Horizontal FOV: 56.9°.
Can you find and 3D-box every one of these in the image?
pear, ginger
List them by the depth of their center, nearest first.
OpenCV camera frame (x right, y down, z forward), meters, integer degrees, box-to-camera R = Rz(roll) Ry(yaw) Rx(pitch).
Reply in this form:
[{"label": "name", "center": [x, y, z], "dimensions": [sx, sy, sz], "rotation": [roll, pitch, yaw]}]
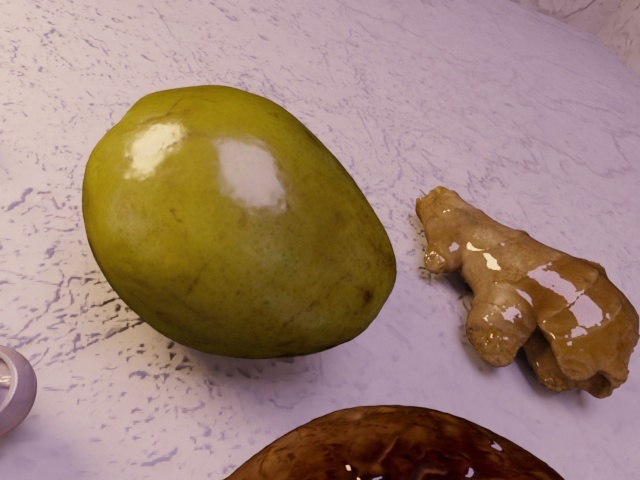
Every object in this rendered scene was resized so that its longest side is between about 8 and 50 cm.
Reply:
[{"label": "pear", "center": [-0.079, -0.012, 0.590], "dimensions": [0.307, 0.253, 0.253], "rotation": [31, 37, -15]}, {"label": "ginger", "center": [0.263, 0.078, 0.854], "dimensions": [0.375, 0.166, 0.236], "rotation": [25, 69, 31]}]

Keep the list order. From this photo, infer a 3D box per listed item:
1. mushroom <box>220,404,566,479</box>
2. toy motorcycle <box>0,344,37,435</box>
[{"label": "mushroom", "center": [0.042, 0.260, 0.372], "dimensions": [0.344, 0.239, 0.345], "rotation": [0, 17, 0]}, {"label": "toy motorcycle", "center": [-0.338, 0.072, 0.465], "dimensions": [0.254, 0.112, 0.112], "rotation": [37, 39, 10]}]
